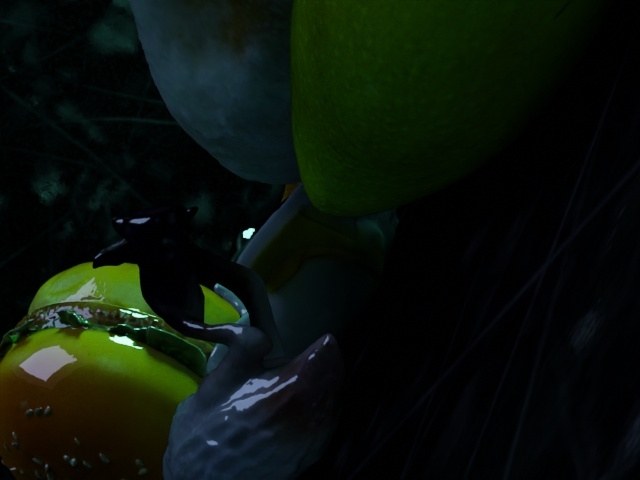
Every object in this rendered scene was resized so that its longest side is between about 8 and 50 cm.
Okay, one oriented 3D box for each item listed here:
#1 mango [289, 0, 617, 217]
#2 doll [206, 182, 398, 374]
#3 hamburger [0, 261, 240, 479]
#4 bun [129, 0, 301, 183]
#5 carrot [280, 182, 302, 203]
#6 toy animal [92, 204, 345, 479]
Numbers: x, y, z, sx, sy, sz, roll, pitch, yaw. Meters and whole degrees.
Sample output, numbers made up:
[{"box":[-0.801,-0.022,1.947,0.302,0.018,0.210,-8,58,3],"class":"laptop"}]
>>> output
[{"box":[0.062,-0.120,0.989,0.192,0.156,0.343,-53,-7,-37],"class":"mango"},{"box":[0.000,0.004,1.350,0.145,0.103,0.316,-42,10,44],"class":"doll"},{"box":[-0.147,0.141,1.435,0.246,0.246,0.170,-58,8,52],"class":"hamburger"},{"box":[0.018,-0.212,1.222,0.362,0.211,0.362,-46,-19,-21],"class":"bun"},{"box":[0.008,-0.051,1.613,0.087,0.087,0.193,-77,11,-76],"class":"carrot"},{"box":[-0.058,0.126,1.193,0.090,0.195,0.324,-26,-56,-40],"class":"toy animal"}]
